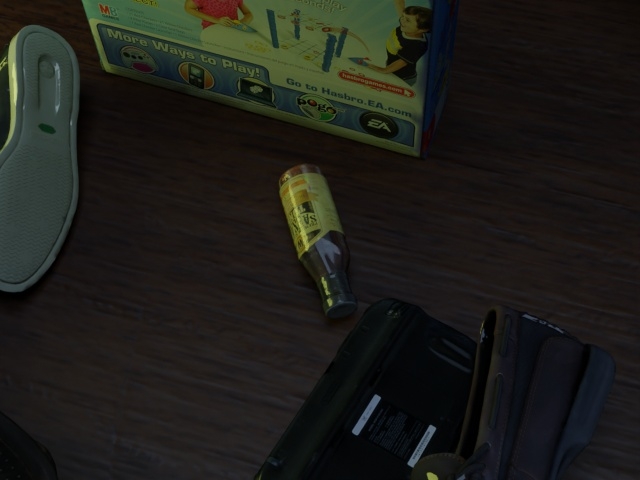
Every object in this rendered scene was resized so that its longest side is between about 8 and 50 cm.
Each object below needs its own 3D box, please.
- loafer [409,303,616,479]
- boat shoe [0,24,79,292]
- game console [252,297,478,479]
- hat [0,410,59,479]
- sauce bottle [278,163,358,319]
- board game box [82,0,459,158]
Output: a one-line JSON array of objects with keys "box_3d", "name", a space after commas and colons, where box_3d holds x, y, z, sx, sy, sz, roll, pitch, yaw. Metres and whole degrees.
[{"box_3d": [0.092, 0.150, 0.613, 0.095, 0.109, 0.302, 36, 44, 6], "name": "loafer"}, {"box_3d": [-0.250, -0.061, 0.819, 0.079, 0.084, 0.233, -20, 59, 35], "name": "boat shoe"}, {"box_3d": [0.011, 0.192, 0.650, 0.213, 0.044, 0.361, 32, 58, 7], "name": "game console"}, {"box_3d": [-0.245, 0.180, 0.597, 0.331, 0.134, 0.331, 4, 101, 22], "name": "hat"}, {"box_3d": [0.000, 0.000, 0.779, 0.042, 0.042, 0.128, -14, 57, -7], "name": "sauce bottle"}, {"box_3d": [-0.045, -0.221, 0.765, 0.308, 0.302, 0.086, 17, 61, 11], "name": "board game box"}]
